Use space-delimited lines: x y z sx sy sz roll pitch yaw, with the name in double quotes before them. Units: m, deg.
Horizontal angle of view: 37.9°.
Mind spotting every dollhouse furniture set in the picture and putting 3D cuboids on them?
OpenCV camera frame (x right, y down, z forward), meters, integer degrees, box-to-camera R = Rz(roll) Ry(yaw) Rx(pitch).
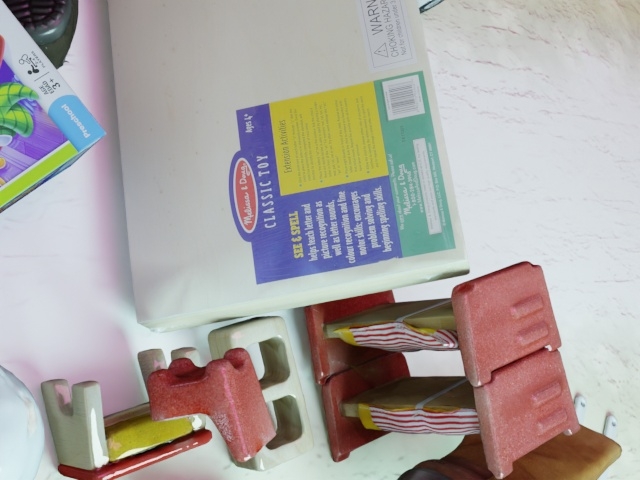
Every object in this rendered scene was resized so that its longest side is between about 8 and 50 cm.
"dollhouse furniture set" 0.005 0.133 0.737 0.374 0.201 0.152 -15 93 -39

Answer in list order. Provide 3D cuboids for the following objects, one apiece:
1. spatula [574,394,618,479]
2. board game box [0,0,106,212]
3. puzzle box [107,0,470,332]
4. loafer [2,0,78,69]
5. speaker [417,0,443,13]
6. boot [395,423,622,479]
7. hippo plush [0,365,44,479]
"spatula" 0.274 0.259 1.040 0.168 0.019 0.242 41 50 -18
"board game box" -0.348 -0.141 0.631 0.347 0.078 0.233 53 51 -11
"puzzle box" -0.043 -0.141 0.802 0.052 0.272 0.409 55 25 -71
"loafer" -0.243 -0.230 0.790 0.080 0.078 0.220 -1 56 -8
"speaker" 0.107 -0.351 1.145 0.055 0.055 0.136 -29 91 -44
"boot" 0.218 0.246 0.833 0.280 0.264 0.096 -15 116 -57
"hippo plush" -0.246 0.082 0.424 0.236 0.234 0.294 29 28 -4
